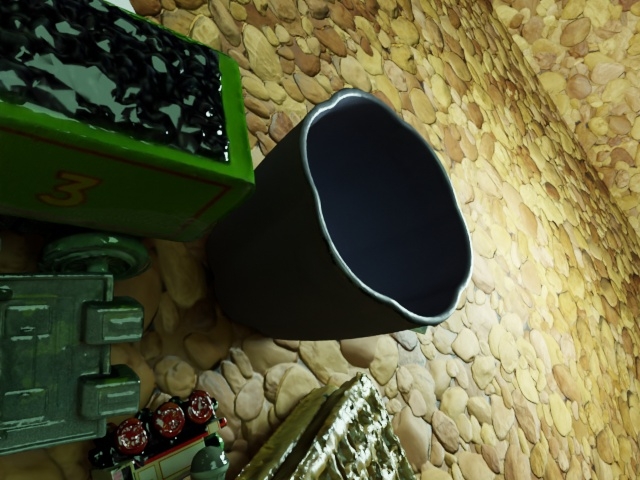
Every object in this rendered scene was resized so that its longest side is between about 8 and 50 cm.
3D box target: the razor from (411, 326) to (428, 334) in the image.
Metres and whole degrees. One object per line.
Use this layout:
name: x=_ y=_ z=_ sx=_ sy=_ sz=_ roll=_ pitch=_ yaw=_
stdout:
razor: x=0.131 y=0.034 z=0.895 sx=0.111 sy=0.056 sz=0.278 roll=15 pitch=43 yaw=3

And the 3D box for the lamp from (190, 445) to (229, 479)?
lamp: x=-0.091 y=0.271 z=0.490 sx=0.091 sy=0.091 sz=0.163 roll=-6 pitch=81 yaw=-47

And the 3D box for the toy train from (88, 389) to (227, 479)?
toy train: x=-0.148 y=0.199 z=0.515 sx=0.138 sy=0.050 sz=0.087 roll=-11 pitch=82 yaw=-49

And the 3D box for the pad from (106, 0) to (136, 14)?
pad: x=-0.290 y=-0.319 z=0.619 sx=0.232 sy=0.004 sz=0.156 roll=64 pitch=25 yaw=-21

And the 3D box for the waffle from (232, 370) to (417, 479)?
waffle: x=0.024 y=0.277 z=0.533 sx=0.213 sy=0.091 sz=0.308 roll=65 pitch=18 yaw=4

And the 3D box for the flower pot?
flower pot: x=0.000 y=0.000 z=0.629 sx=0.265 sy=0.243 sz=0.265 roll=26 pitch=51 yaw=-37

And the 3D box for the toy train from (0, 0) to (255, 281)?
toy train: x=-0.223 y=-0.076 z=0.439 sx=0.307 sy=0.248 sz=0.174 roll=11 pitch=59 yaw=-41

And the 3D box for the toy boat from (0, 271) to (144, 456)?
toy boat: x=-0.290 y=0.093 z=0.377 sx=0.319 sy=0.092 sz=0.141 roll=1 pitch=96 yaw=-36
